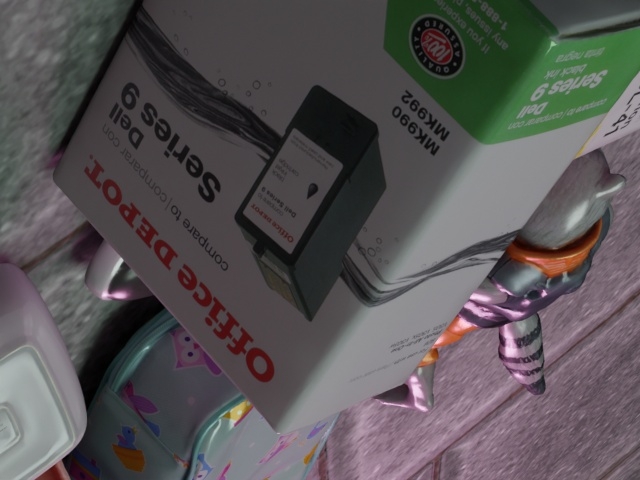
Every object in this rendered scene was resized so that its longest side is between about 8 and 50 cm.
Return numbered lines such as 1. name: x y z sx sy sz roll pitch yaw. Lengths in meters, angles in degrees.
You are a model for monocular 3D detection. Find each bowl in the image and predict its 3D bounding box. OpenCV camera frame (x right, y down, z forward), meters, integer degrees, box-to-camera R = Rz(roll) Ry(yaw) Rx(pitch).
1. bowl: -0.200 0.100 1.134 0.142 0.053 0.142 -35 134 -21

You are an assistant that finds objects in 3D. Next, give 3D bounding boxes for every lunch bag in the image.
1. lunch bag: -0.073 0.128 1.426 0.224 0.108 0.279 -32 160 -39

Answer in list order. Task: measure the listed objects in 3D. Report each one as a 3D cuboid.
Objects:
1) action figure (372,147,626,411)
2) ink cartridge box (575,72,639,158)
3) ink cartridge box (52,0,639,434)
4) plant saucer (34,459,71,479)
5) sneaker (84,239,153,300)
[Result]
1. action figure: 0.174 -0.010 1.521 0.341 0.178 0.330 -35 168 -17
2. ink cartridge box: 0.141 -0.152 1.223 0.306 0.131 0.226 -23 152 -39
3. ink cartridge box: 0.012 -0.072 1.022 0.121 0.211 0.289 -19 149 -49
4. plant saucer: -0.268 0.222 1.224 0.258 0.048 0.259 -34 134 -20
5. sneaker: 0.000 0.000 1.245 0.296 0.147 0.104 -26 156 -35
